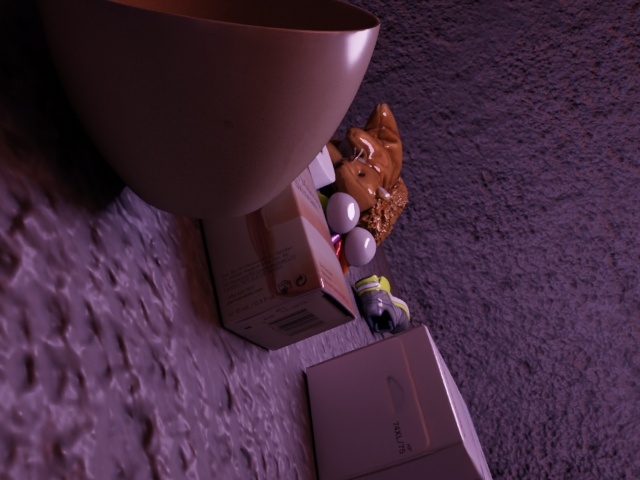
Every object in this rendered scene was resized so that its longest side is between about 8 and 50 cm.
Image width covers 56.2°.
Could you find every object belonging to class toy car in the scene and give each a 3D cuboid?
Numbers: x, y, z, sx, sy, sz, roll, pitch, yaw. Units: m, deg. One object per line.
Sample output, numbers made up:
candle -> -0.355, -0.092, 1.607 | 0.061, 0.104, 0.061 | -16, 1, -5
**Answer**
toy car -> 0.000, 0.000, 1.122 | 0.136, 0.159, 0.181 | -51, 126, -36

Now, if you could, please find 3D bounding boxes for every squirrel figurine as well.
squirrel figurine -> 0.153, -0.167, 1.879 | 0.396, 0.281, 0.370 | 60, 19, -26

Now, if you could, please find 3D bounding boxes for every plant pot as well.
plant pot -> -0.103, -0.132, 0.557 | 0.284, 0.285, 0.190 | -94, -168, -61

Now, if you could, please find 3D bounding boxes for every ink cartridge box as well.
ink cartridge box -> 0.127, 0.302, 0.894 | 0.198, 0.197, 0.270 | -100, 164, -49

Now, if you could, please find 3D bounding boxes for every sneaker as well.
sneaker -> 0.176, 0.213, 1.681 | 0.300, 0.111, 0.121 | 47, 33, -49

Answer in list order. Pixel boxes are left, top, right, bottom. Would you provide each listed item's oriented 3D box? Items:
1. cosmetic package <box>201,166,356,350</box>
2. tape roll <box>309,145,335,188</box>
cosmetic package -> -0.068, -0.027, 0.779 | 0.153, 0.129, 0.296 | 45, 24, -62
tape roll -> -0.067, -0.244, 1.343 | 0.286, 0.100, 0.286 | -22, 90, -79
